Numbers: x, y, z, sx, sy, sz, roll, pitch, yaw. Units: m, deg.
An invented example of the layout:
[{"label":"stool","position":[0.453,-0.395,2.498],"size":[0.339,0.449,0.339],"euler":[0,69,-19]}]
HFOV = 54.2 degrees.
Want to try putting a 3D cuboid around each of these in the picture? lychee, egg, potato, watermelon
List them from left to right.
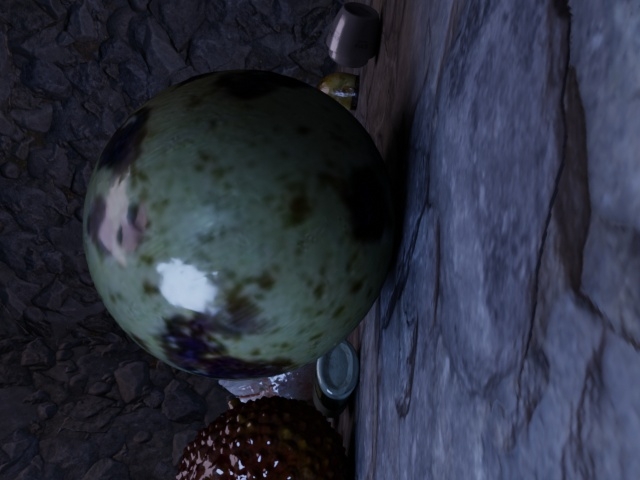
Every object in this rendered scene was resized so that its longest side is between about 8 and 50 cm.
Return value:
[{"label":"egg","position":[-0.080,-0.026,0.740],"size":[0.428,0.345,0.344],"euler":[-48,-35,-68]},{"label":"lychee","position":[-0.077,0.376,0.956],"size":[0.275,0.276,0.304],"euler":[97,151,-54]},{"label":"watermelon","position":[-0.073,0.298,1.358],"size":[0.232,0.193,0.310],"euler":[-39,-14,-43]},{"label":"potato","position":[0.040,-0.369,1.510],"size":[0.066,0.103,0.096],"euler":[92,180,-64]}]

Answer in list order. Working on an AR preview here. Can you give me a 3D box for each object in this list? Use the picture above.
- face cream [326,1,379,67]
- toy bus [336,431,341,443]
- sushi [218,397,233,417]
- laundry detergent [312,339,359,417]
[{"label":"face cream","position":[0.059,-0.362,1.104],"size":[0.091,0.091,0.095],"euler":[-87,11,-47]},{"label":"toy bus","position":[-0.037,0.503,1.266],"size":[0.329,0.143,0.153],"euler":[95,-172,-47]},{"label":"sushi","position":[-0.140,0.588,1.687],"size":[0.299,0.294,0.281],"euler":[101,173,-67]},{"label":"laundry detergent","position":[0.022,0.248,1.075],"size":[0.225,0.070,0.099],"euler":[96,170,-62]}]
